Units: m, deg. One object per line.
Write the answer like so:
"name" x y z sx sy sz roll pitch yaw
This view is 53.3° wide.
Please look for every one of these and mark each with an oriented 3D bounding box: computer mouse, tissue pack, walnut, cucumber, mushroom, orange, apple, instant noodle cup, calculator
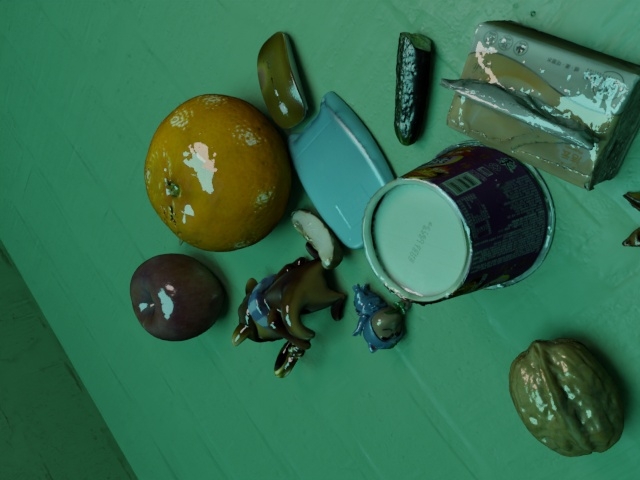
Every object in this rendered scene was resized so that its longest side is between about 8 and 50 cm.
"computer mouse" -0.102 -0.409 1.627 0.126 0.056 0.245 -21 82 46
"tissue pack" 0.386 -0.243 1.127 0.306 0.239 0.238 34 124 31
"walnut" 0.476 0.305 1.246 0.198 0.198 0.244 -31 85 44
"cucumber" 0.198 -0.325 1.384 0.074 0.074 0.241 20 119 37
"mushroom" 0.001 -0.002 1.655 0.072 0.094 0.209 -37 48 0
"orange" -0.281 -0.175 1.699 0.424 0.326 0.423 17 117 39
"apple" -0.459 0.178 2.044 0.306 0.235 0.305 13 109 42
"instant noodle cup" 0.258 -0.020 1.291 0.340 0.266 0.339 16 115 39
"calculator" 0.057 -0.158 1.583 0.256 0.054 0.386 -42 75 42

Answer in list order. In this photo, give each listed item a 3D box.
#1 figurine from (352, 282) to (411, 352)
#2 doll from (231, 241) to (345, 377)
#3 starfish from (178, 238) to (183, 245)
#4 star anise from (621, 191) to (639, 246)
"figurine" 0.145 0.179 1.577 0.144 0.114 0.178 -46 63 40
"doll" -0.085 0.191 1.749 0.340 0.209 0.317 -31 49 42
"starfish" -0.430 -0.145 2.006 0.327 0.094 0.374 33 127 57
"star anise" 0.600 -0.034 1.114 0.157 0.054 0.212 14 114 39
